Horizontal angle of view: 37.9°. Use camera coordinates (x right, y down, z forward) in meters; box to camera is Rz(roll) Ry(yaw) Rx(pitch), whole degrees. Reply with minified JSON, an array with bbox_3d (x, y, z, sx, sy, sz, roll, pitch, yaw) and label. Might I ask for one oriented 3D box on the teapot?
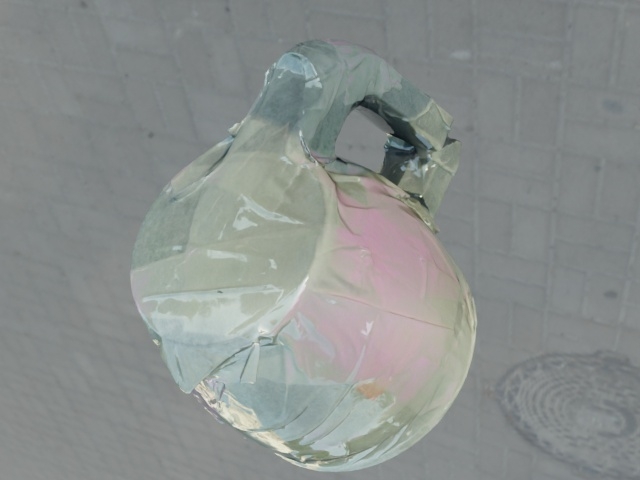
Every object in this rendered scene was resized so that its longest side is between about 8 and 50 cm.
[{"bbox_3d":[0.006,0.010,0.510,0.163,0.221,0.178,48,-177,37],"label":"teapot"}]
